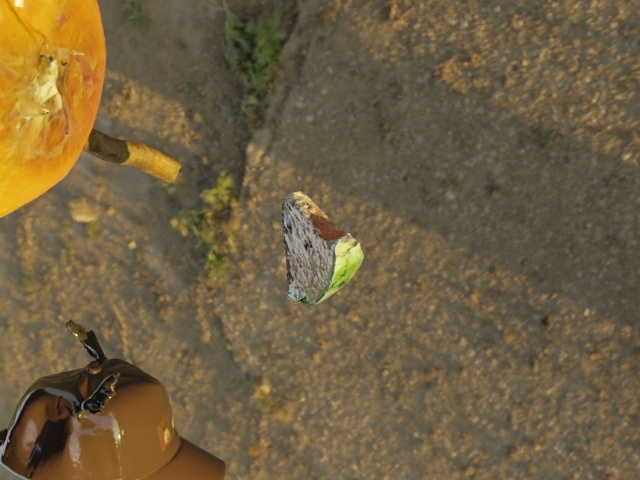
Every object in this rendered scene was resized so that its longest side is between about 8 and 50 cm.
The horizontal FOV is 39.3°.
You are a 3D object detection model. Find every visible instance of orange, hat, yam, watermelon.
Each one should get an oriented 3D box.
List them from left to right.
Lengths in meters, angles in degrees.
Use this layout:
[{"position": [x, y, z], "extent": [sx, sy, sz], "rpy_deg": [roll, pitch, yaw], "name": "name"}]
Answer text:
[{"position": [-0.222, -0.111, 0.522], "extent": [0.170, 0.224, 0.224], "rpy_deg": [14, 121, 17], "name": "orange"}, {"position": [-0.314, -0.142, 1.362], "extent": [0.045, 0.327, 0.045], "rpy_deg": [-44, 67, 11], "name": "yam"}, {"position": [-0.281, 0.248, 1.313], "extent": [0.336, 0.238, 0.209], "rpy_deg": [17, 108, -11], "name": "hat"}, {"position": [0.000, 0.000, 1.058], "extent": [0.139, 0.071, 0.187], "rpy_deg": [70, 157, 7], "name": "watermelon"}]
